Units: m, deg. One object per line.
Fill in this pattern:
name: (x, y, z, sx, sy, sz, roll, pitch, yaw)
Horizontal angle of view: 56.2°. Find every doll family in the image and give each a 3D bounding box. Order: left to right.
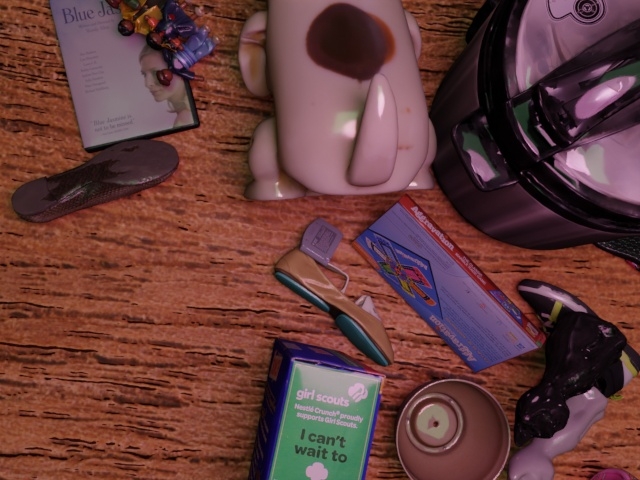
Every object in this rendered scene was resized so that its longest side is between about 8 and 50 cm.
doll family: (-0.242, -0.320, 0.899, 0.193, 0.076, 0.111, 44, 78, -3)

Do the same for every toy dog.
toy dog: (0.006, -0.261, 0.784, 0.284, 0.395, 0.408, -4, 94, 4)

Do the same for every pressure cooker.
pressure cooker: (0.360, -0.180, 0.778, 0.375, 0.420, 0.370, 21, 84, -1)

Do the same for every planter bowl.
planter bowl: (0.180, 0.277, 0.881, 0.162, 0.109, 0.162, 0, 86, -4)

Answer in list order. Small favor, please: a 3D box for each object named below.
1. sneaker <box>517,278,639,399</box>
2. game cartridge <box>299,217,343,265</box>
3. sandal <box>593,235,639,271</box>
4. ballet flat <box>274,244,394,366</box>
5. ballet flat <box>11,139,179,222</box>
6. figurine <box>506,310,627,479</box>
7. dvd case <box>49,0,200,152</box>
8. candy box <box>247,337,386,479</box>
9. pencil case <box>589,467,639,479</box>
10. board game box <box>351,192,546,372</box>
sneaker: (0.387, 0.156, 0.919, 0.234, 0.084, 0.097, 40, 86, 0)
game cartridge: (0.000, 0.000, 0.914, 0.056, 0.083, 0.017, 36, 128, -3)
sandal: (0.521, 0.020, 0.968, 0.179, 0.040, 0.067, 28, 78, 13)
ballet flat: (0.036, 0.092, 0.905, 0.232, 0.080, 0.073, 41, 70, -1)
ballet flat: (-0.333, -0.085, 0.907, 0.249, 0.058, 0.084, -23, 67, -11)
figurine: (0.317, 0.237, 0.822, 0.092, 0.215, 0.209, 25, 46, 36)
dvd case: (-0.305, -0.278, 0.937, 0.180, 0.022, 0.253, -15, 86, -5)
candy box: (-0.028, 0.301, 0.784, 0.122, 0.268, 0.317, 11, 84, -7)
pencil case: (0.551, 0.488, 0.866, 0.386, 0.160, 0.167, 29, 84, 0)
board game box: (0.181, 0.070, 0.886, 0.281, 0.145, 0.027, 46, 52, 0)
